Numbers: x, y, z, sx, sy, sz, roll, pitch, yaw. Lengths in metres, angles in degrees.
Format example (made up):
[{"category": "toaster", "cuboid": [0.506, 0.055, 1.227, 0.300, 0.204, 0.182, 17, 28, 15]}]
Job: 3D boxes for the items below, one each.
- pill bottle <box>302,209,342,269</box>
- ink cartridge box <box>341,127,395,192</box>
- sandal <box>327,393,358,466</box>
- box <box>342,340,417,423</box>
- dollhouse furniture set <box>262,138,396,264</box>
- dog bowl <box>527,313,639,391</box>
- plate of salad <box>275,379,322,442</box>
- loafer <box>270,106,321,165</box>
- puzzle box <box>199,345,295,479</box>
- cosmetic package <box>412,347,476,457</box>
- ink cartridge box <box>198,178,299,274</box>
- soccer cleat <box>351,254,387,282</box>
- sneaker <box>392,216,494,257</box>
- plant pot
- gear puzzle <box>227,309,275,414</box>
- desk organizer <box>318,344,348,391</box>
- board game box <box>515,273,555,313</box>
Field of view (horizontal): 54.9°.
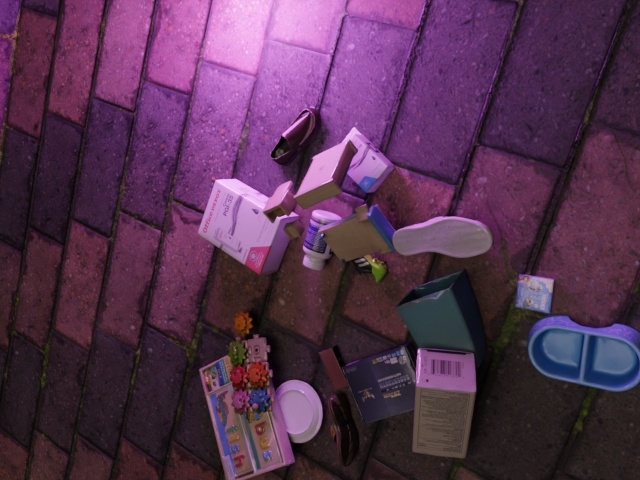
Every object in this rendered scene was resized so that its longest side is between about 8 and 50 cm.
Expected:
[{"category": "pill bottle", "cuboid": [0.000, 0.000, 1.879, 0.094, 0.094, 0.170, 23, 106, 26]}, {"category": "ink cartridge box", "cuboid": [0.116, -0.238, 1.806, 0.180, 0.060, 0.104, 47, 116, 17]}, {"category": "sandal", "cuboid": [0.059, 0.587, 1.917, 0.060, 0.090, 0.220, -19, 87, 47]}, {"category": "box", "cuboid": [0.200, 0.423, 1.830, 0.232, 0.059, 0.184, -25, 84, 29]}, {"category": "dollhouse furniture set", "cuboid": [0.055, -0.080, 1.779, 0.286, 0.198, 0.303, -21, 120, 35]}, {"category": "dog bowl", "cuboid": [0.663, 0.284, 1.540, 0.297, 0.074, 0.166, 8, 99, 28]}, {"category": "plate of salad", "cuboid": [-0.074, 0.555, 2.010, 0.199, 0.048, 0.200, -4, 82, 30]}, {"category": "loafer", "cuboid": [-0.079, -0.316, 1.899, 0.080, 0.078, 0.220, 46, 115, 18]}, {"category": "puzzle box", "cuboid": [-0.254, 0.580, 2.065, 0.272, 0.052, 0.409, -30, 68, 28]}, {"category": "cosmetic package", "cuboid": [0.322, 0.432, 1.628, 0.153, 0.129, 0.296, 4, 130, 8]}, {"category": "ink cartridge box", "cuboid": [-0.239, -0.048, 1.998, 0.283, 0.117, 0.207, 30, 110, 24]}, {"category": "soccer cleat", "cuboid": [0.116, 0.059, 1.840, 0.178, 0.060, 0.072, 33, 112, 20]}, {"category": "sneaker", "cuboid": [0.353, -0.024, 1.624, 0.292, 0.169, 0.108, 0, 104, 46]}, {"category": "plant pot", "cuboid": [0.348, 0.232, 1.671, 0.165, 0.165, 0.234, -25, 93, 30]}, {"category": "gear puzzle", "cuboid": [-0.240, 0.396, 2.018, 0.175, 0.044, 0.339, -13, 76, 33]}, {"category": "desk organizer", "cuboid": [0.050, 0.396, 1.922, 0.050, 0.047, 0.130, -28, 81, 27]}, {"category": "board game box", "cuboid": [0.561, 0.139, 1.614, 0.090, 0.020, 0.090, 8, 99, 28]}]
